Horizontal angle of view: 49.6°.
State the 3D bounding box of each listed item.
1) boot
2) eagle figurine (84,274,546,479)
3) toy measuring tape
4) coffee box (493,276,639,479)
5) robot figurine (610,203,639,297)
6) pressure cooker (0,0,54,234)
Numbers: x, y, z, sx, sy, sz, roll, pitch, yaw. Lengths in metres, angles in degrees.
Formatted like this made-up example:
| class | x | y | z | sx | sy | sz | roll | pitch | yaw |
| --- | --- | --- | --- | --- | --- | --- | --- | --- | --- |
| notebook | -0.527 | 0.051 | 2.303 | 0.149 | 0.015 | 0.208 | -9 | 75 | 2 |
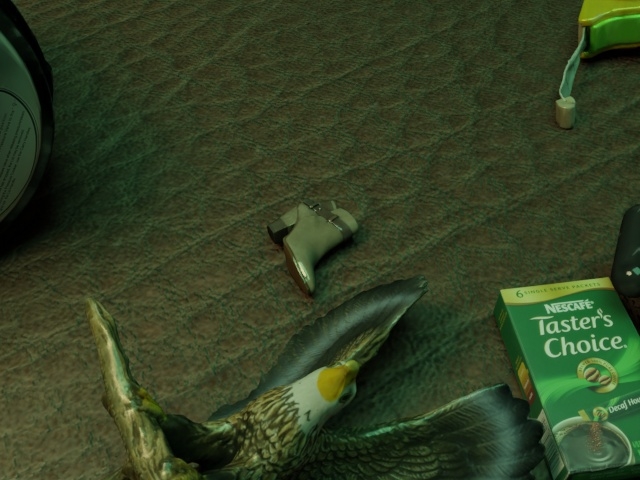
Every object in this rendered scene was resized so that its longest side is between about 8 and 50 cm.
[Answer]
| class | x | y | z | sx | sy | sz | roll | pitch | yaw |
| --- | --- | --- | --- | --- | --- | --- | --- | --- | --- |
| boot | 0.000 | 0.000 | 0.725 | 0.087 | 0.042 | 0.118 | -19 | 50 | -17 |
| eagle figurine | -0.006 | 0.143 | 0.531 | 0.298 | 0.225 | 0.226 | 0 | 85 | -38 |
| toy measuring tape | 0.399 | -0.272 | 0.914 | 0.121 | 0.121 | 0.330 | 16 | 59 | 16 |
| coffee box | 0.233 | 0.118 | 0.609 | 0.113 | 0.040 | 0.184 | -6 | 48 | -3 |
| robot figurine | 0.388 | 0.030 | 0.592 | 0.209 | 0.173 | 0.278 | -21 | 27 | 49 |
| pressure cooker | -0.467 | -0.151 | 0.660 | 0.375 | 0.370 | 0.420 | -30 | 50 | -18 |
